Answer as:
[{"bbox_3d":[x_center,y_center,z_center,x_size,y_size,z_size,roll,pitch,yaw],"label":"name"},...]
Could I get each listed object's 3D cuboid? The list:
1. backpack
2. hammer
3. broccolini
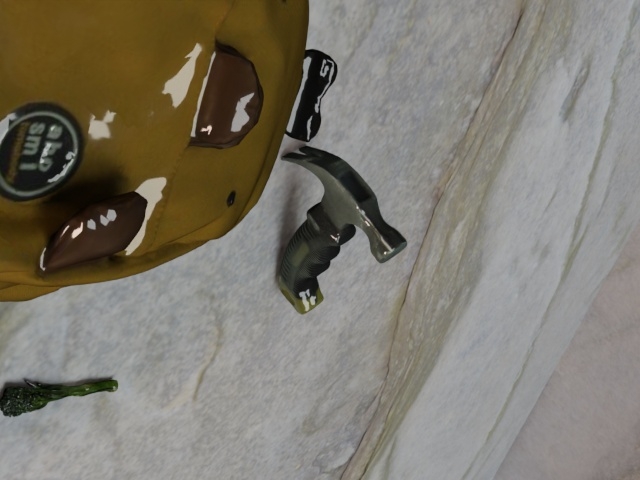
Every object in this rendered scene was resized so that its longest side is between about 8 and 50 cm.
[{"bbox_3d":[-0.137,-0.119,0.546,0.378,0.201,0.353,-14,128,-56],"label":"backpack"},{"bbox_3d":[0.000,0.000,0.953,0.041,0.158,0.226,-29,162,-31],"label":"hammer"},{"bbox_3d":[-0.257,0.155,0.860,0.035,0.030,0.140,-52,155,17],"label":"broccolini"}]
